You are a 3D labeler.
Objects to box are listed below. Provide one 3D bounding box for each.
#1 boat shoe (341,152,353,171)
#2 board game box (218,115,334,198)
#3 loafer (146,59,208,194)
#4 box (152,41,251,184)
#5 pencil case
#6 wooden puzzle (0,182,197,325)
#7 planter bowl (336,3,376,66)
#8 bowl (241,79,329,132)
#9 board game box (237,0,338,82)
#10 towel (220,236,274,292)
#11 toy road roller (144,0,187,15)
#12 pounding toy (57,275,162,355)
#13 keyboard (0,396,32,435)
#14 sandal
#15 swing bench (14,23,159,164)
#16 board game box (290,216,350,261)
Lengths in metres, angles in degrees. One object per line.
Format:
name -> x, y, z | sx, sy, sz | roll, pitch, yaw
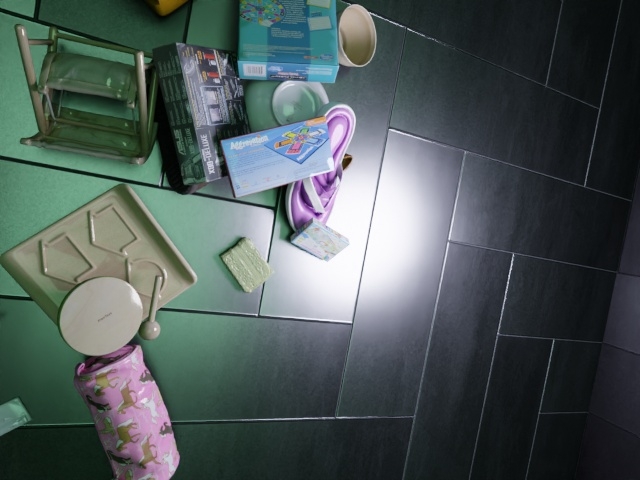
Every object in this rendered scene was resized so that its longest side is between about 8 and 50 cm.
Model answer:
boat shoe -> 0.028, -0.213, 1.299 | 0.178, 0.060, 0.064 | -40, 109, -14
board game box -> -0.103, -0.214, 1.067 | 0.281, 0.027, 0.145 | -19, 113, -20
loafer -> -0.360, -0.307, 1.108 | 0.130, 0.133, 0.366 | -21, 107, -56
box -> -0.271, -0.311, 1.046 | 0.242, 0.076, 0.308 | -42, 126, -61
pencil case -> -0.503, 0.464, 1.102 | 0.160, 0.167, 0.386 | -11, 102, 12
wooden puzzle -> -0.551, 0.073, 1.082 | 0.347, 0.080, 0.322 | -35, 108, -11
planter bowl -> 0.072, -0.593, 1.236 | 0.162, 0.109, 0.162 | -13, 109, -43
bowl -> -0.089, -0.372, 1.193 | 0.297, 0.134, 0.298 | -2, 96, -23
board game box -> -0.087, -0.592, 1.113 | 0.253, 0.079, 0.336 | 0, 77, -7
towel -> -0.217, 0.074, 1.247 | 0.110, 0.027, 0.148 | -39, 110, -13
toy road roller -> -0.429, -0.709, 1.004 | 0.202, 0.241, 0.329 | -42, 72, -13
pounding toy -> -0.521, 0.172, 1.026 | 0.236, 0.110, 0.183 | 0, 92, -47
keyboard -> -0.861, 0.479, 1.029 | 0.256, 0.014, 0.072 | -25, 100, -19
sandal -> 0.003, -0.179, 1.195 | 0.169, 0.102, 0.417 | -4, 121, -30
swing bench -> -0.516, -0.326, 0.961 | 0.253, 0.165, 0.255 | 10, 113, -9
board game box -> 0.000, 0.000, 1.285 | 0.154, 0.026, 0.103 | 31, 124, -33
